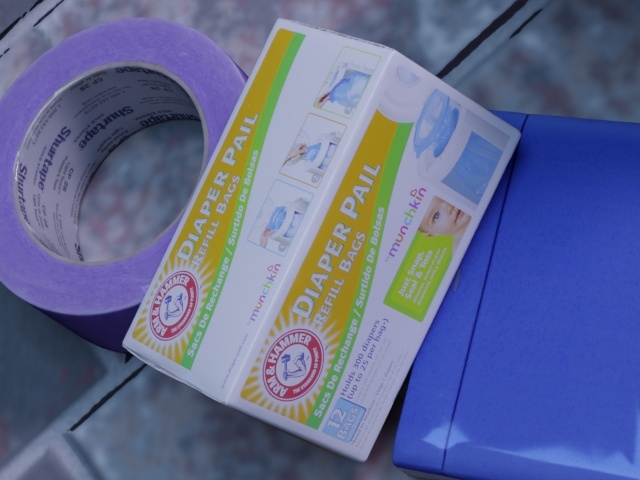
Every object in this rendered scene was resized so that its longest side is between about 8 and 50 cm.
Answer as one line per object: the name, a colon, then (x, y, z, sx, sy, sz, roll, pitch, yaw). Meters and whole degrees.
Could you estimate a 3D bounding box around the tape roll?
tape roll: (-0.109, -0.032, 1.082, 0.189, 0.080, 0.189, -8, 67, 20)

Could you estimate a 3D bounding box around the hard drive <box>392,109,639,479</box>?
hard drive: (0.211, 0.045, 0.937, 0.318, 0.040, 0.210, 7, 72, 25)

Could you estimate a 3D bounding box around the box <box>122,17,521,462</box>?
box: (0.000, 0.000, 0.976, 0.103, 0.114, 0.203, 23, 87, 49)
